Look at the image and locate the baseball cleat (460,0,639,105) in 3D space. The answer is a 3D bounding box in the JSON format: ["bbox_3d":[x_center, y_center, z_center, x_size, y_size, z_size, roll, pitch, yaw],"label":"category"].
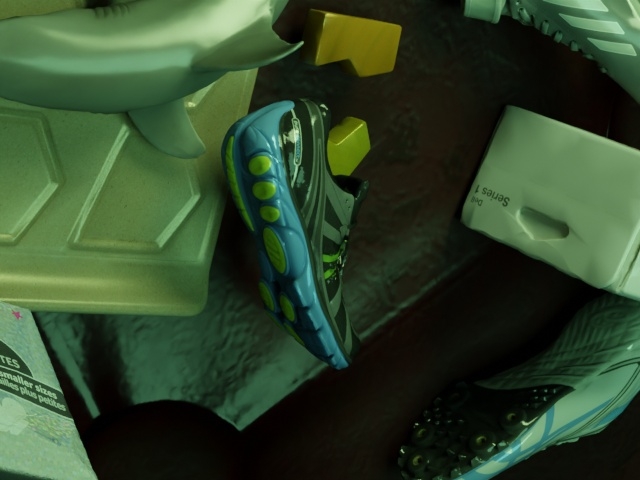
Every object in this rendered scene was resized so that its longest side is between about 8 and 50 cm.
[{"bbox_3d":[0.152,-0.150,1.038,0.109,0.072,0.206,-30,110,11],"label":"baseball cleat"}]

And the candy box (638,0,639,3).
[{"bbox_3d":[0.302,-0.239,1.126,0.159,0.071,0.233,6,105,-39],"label":"candy box"}]

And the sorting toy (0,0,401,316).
[{"bbox_3d":[-0.096,-0.072,0.922,0.307,0.041,0.229,4,102,-38],"label":"sorting toy"}]

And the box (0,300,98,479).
[{"bbox_3d":[-0.260,0.097,0.772,0.247,0.142,0.163,21,117,-42],"label":"box"}]

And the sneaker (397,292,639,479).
[{"bbox_3d":[0.161,0.123,1.165,0.237,0.085,0.086,-31,123,-21],"label":"sneaker"}]

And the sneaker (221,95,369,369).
[{"bbox_3d":[0.000,0.000,0.945,0.078,0.067,0.188,-32,129,-24],"label":"sneaker"}]

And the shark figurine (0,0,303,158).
[{"bbox_3d":[-0.036,-0.140,0.848,0.278,0.116,0.166,-50,129,-12],"label":"shark figurine"}]

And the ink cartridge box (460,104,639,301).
[{"bbox_3d":[0.230,-0.007,1.111,0.219,0.160,0.092,17,97,-41],"label":"ink cartridge box"}]
